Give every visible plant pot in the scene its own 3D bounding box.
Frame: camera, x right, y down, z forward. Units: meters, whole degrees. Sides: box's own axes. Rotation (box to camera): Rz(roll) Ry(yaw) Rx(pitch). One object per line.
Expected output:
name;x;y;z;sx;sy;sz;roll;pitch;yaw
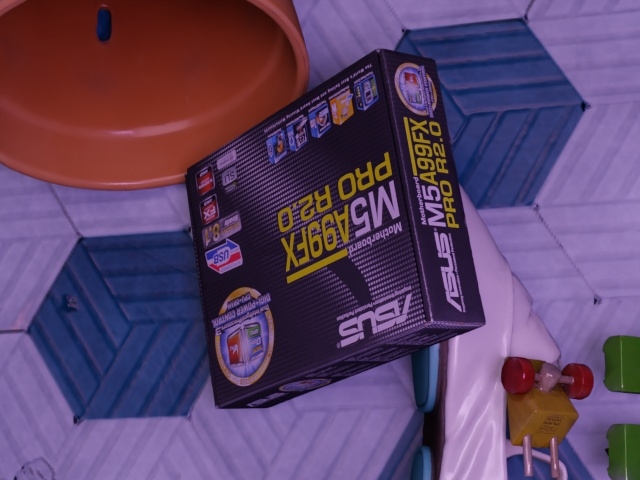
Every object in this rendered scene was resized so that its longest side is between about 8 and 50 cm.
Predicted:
plant pot;-0.165;-0.204;1.165;0.291;0.291;0.203;-15;60;11

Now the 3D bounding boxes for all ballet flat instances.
ballet flat;0.129;0.146;1.099;0.139;0.139;0.400;1;83;14

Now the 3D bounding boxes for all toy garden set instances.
toy garden set;0.218;0.195;1.046;0.049;0.204;0.244;-17;69;57

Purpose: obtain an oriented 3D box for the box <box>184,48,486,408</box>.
box;0.000;0.000;1.101;0.270;0.060;0.216;-26;66;47
